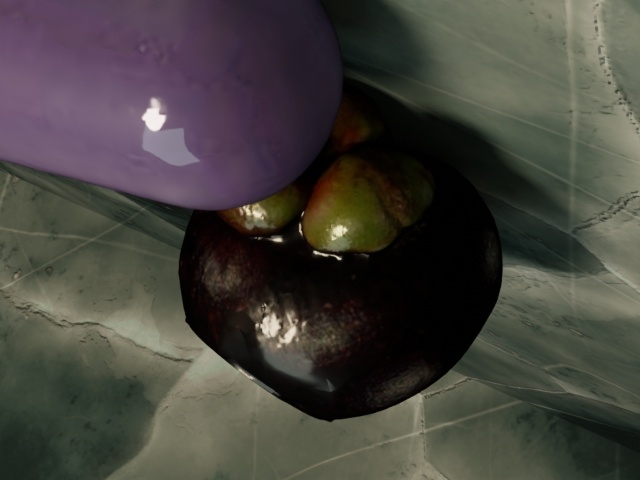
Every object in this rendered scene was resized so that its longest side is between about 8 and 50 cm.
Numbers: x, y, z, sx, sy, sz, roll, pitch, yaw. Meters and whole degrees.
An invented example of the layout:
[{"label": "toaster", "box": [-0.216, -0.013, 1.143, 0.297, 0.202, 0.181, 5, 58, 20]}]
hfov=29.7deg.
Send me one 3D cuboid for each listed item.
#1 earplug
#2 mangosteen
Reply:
[{"label": "earplug", "box": [-0.195, -0.146, 0.823, 0.455, 0.215, 0.215, 18, 167, 24]}, {"label": "mangosteen", "box": [-0.001, 0.005, 0.958, 0.287, 0.233, 0.287, 40, -173, -6]}]
